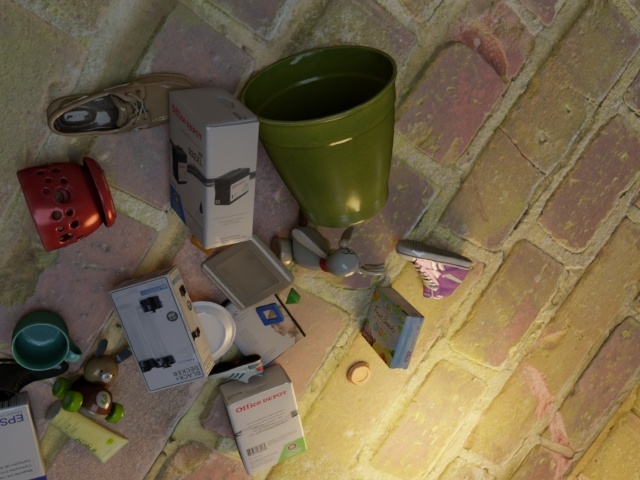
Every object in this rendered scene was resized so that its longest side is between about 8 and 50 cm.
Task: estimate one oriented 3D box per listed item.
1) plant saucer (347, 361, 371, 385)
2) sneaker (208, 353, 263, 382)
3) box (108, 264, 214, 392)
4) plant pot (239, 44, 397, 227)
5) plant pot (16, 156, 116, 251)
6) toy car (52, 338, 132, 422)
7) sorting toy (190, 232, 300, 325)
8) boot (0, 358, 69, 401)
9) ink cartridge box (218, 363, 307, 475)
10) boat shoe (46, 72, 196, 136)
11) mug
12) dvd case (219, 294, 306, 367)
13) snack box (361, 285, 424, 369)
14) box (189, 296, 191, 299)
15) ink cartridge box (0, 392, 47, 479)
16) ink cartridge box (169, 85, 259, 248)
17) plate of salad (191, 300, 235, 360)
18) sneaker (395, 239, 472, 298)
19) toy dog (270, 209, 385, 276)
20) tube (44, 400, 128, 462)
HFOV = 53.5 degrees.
[{"bbox_3d":[0.126,0.428,2.032,0.084,0.013,0.083,-8,114,-19],"label":"plant saucer"},{"bbox_3d":[-0.240,0.384,1.822,0.161,0.057,0.075,-16,111,-3],"label":"sneaker"},{"bbox_3d":[-0.401,0.227,1.621,0.169,0.087,0.289,-15,102,7],"label":"box"},{"bbox_3d":[0.026,-0.233,1.559,0.367,0.366,0.353,-24,130,-12],"label":"plant pot"},{"bbox_3d":[-0.569,-0.088,1.439,0.174,0.191,0.191,-20,117,-24],"label":"plant pot"},{"bbox_3d":[-0.568,0.354,1.650,0.155,0.149,0.188,34,82,-43],"label":"toy car"},{"bbox_3d":[-0.194,0.080,1.703,0.196,0.047,0.347,-31,112,25],"label":"sorting toy"},{"bbox_3d":[-0.727,0.348,1.573,0.198,0.137,0.076,-6,112,-22],"label":"boot"},{"bbox_3d":[-0.168,0.531,1.892,0.198,0.115,0.272,-18,116,-16],"label":"ink cartridge box"},{"bbox_3d":[-0.442,-0.296,1.446,0.341,0.110,0.121,-19,117,-15],"label":"boat shoe"},{"bbox_3d":[-0.686,0.251,1.574,0.129,0.097,0.157,-27,119,-11],"label":"mug"},{"bbox_3d":[-0.174,0.242,1.827,0.180,0.022,0.253,-36,119,-6],"label":"dvd case"},{"bbox_3d":[0.211,0.255,1.885,0.070,0.207,0.174,8,108,-25],"label":"snack box"},{"bbox_3d":[-0.397,0.200,1.714,0.081,0.028,0.136,3,107,-25],"label":"box"},{"bbox_3d":[-0.897,0.576,1.636,0.324,0.071,0.330,-10,113,-19],"label":"ink cartridge box"},{"bbox_3d":[-0.252,-0.172,1.468,0.129,0.223,0.307,-13,128,-29],"label":"ink cartridge box"},{"bbox_3d":[-0.331,0.249,1.719,0.200,0.048,0.199,-8,114,-18],"label":"plate of salad"},{"bbox_3d":[0.327,0.100,1.936,0.282,0.102,0.161,17,106,-27],"label":"sneaker"},{"bbox_3d":[0.000,0.000,1.664,0.220,0.334,0.160,-3,96,-48],"label":"toy dog"},{"bbox_3d":[-0.638,0.522,1.729,0.070,0.062,0.240,-15,131,29],"label":"tube"}]
